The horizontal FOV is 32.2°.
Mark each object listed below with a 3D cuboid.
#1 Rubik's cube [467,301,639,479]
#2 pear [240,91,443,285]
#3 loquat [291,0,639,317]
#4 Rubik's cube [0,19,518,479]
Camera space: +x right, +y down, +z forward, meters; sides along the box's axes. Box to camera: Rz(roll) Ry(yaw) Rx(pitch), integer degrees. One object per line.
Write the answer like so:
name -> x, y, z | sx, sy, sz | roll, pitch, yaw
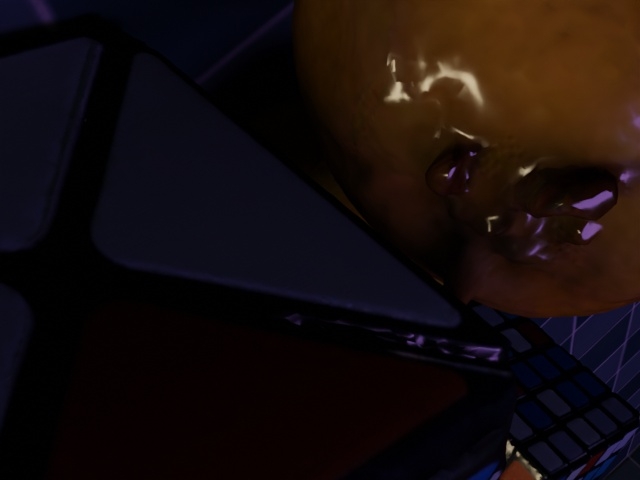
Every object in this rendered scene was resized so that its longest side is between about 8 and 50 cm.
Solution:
Rubik's cube -> 0.138, 0.184, 0.996 | 0.182, 0.184, 0.187 | -12, 137, -50
pear -> 0.000, 0.000, 0.570 | 0.162, 0.149, 0.149 | -45, 155, -13
loquat -> 0.102, -0.087, 0.431 | 0.238, 0.238, 0.193 | -34, 168, -25
Rubik's cube -> -0.114, 0.097, 0.419 | 0.250, 0.248, 0.246 | -23, 145, -40
